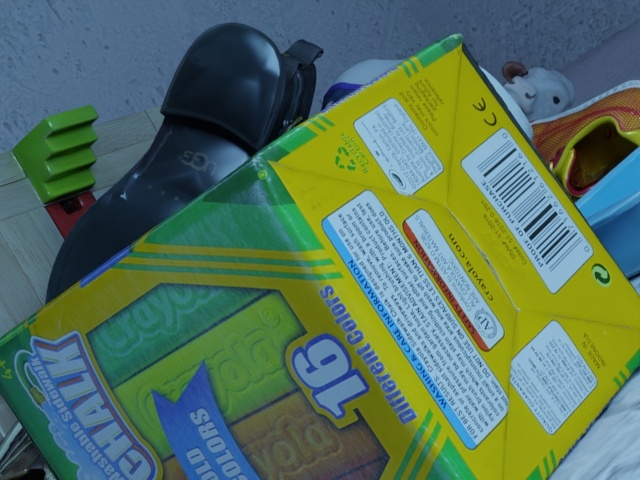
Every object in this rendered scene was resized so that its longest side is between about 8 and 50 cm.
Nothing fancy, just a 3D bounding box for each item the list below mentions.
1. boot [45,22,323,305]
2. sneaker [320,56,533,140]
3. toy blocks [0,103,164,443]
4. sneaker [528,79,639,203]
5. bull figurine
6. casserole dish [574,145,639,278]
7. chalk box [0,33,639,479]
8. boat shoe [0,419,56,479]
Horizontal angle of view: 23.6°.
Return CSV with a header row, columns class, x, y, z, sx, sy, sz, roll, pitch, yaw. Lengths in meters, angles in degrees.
class,x,y,z,sx,sy,sz,roll,pitch,yaw
boot,-0.074,-0.030,1.046,0.263,0.091,0.229,-59,-6,2
sneaker,0.000,0.000,1.017,0.236,0.130,0.323,-47,6,-10
toy blocks,-0.158,0.053,1.157,0.191,0.261,0.381,-35,-7,40
sneaker,0.158,-0.049,1.010,0.067,0.064,0.175,-51,8,-37
bull figurine,0.121,-0.068,1.412,0.188,0.101,0.310,-37,3,-14
casserole dish,0.173,-0.032,0.706,0.114,0.037,0.188,-32,4,44
chalk box,-0.017,0.047,0.545,0.213,0.132,0.132,-34,2,41
boat shoe,-0.171,0.167,0.969,0.095,0.095,0.257,-10,27,50
